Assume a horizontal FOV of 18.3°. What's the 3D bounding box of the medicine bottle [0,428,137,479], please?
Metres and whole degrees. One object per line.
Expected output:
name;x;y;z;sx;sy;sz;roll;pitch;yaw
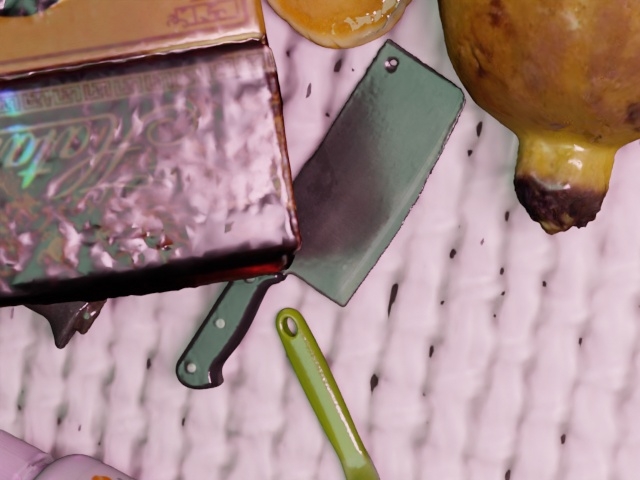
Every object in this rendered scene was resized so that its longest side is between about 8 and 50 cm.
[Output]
medicine bottle;-0.108;0.202;1.215;0.260;0.095;0.095;27;106;16

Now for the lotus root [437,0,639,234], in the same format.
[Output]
lotus root;0.144;-0.156;1.046;0.169;0.141;0.314;17;112;22

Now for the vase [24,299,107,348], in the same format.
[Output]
vase;-0.216;-0.001;1.234;0.183;0.120;0.120;31;108;-1

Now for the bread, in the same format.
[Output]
bread;0.011;-0.167;1.159;0.110;0.024;0.110;2;97;22

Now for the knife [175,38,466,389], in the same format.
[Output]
knife;0.000;0.000;1.181;0.072;0.019;0.245;37;103;14

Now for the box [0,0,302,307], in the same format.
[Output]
box;-0.168;-0.168;1.123;0.264;0.116;0.415;-8;88;-3

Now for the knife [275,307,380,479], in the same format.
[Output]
knife;0.016;0.124;1.193;0.022;0.026;0.184;-27;82;8
